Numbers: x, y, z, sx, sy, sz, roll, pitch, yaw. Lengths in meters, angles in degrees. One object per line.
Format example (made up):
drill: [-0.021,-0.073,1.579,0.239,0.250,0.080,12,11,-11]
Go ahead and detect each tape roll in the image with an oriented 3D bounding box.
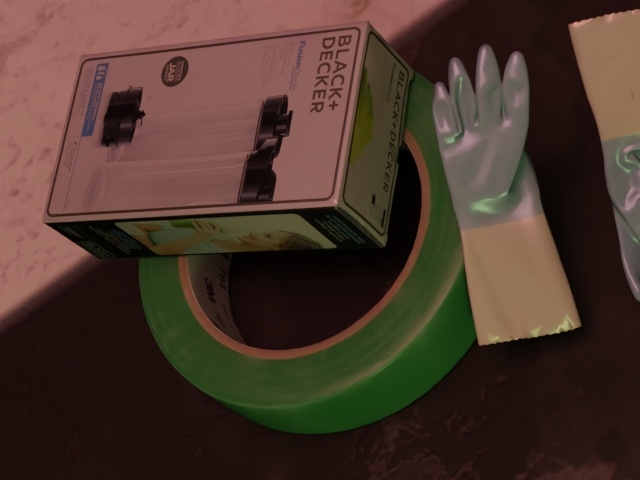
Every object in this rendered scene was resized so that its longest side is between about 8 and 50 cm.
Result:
tape roll: [0.000,0.000,1.368,0.321,0.077,0.321,-13,60,24]

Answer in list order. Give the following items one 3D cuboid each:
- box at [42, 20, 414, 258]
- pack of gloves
box: [-0.078,-0.080,1.350,0.290,0.087,0.169,-1,66,29]
pack of gloves: [0.196,-0.051,1.241,0.195,0.046,0.232,-11,98,8]
